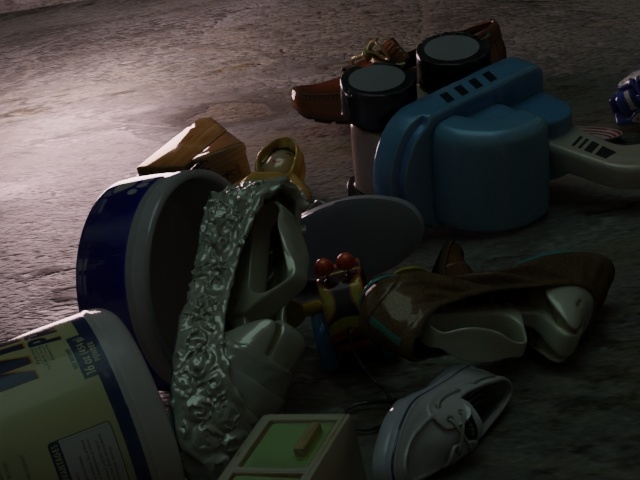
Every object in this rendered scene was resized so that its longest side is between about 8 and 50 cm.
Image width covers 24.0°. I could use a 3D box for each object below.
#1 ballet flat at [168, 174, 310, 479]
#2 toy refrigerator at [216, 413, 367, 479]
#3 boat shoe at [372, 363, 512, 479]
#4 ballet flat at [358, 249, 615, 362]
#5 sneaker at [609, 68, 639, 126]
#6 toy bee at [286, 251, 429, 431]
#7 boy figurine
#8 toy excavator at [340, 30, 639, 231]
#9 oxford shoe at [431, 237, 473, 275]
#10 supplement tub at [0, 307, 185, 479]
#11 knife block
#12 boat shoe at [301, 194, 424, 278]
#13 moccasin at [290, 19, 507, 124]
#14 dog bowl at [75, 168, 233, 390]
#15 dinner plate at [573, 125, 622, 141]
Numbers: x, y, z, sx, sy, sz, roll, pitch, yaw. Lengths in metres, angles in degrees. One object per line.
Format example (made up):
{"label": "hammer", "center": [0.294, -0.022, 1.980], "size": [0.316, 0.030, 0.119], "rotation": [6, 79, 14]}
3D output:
{"label": "ballet flat", "center": [-0.078, 0.082, 1.648], "size": [0.147, 0.147, 0.409], "rotation": [-8, 49, 13]}
{"label": "toy refrigerator", "center": [-0.052, 0.268, 1.442], "size": [0.102, 0.094, 0.269], "rotation": [-3, 24, 24]}
{"label": "boat shoe", "center": [0.129, 0.186, 1.546], "size": [0.076, 0.083, 0.226], "rotation": [-1, 25, 30]}
{"label": "ballet flat", "center": [0.208, 0.085, 1.668], "size": [0.342, 0.116, 0.124], "rotation": [-2, 31, -28]}
{"label": "sneaker", "center": [0.500, -0.213, 2.180], "size": [0.131, 0.112, 0.296], "rotation": [-20, -8, -2]}
{"label": "toy bee", "center": [0.043, 0.074, 1.760], "size": [0.195, 0.162, 0.298], "rotation": [-22, 22, -17]}
{"label": "boy figurine", "center": [-0.088, -0.065, 2.259], "size": [0.177, 0.092, 0.285], "rotation": [-3, 28, 31]}
{"label": "toy excavator", "center": [0.306, -0.121, 2.072], "size": [0.433, 0.222, 0.445], "rotation": [-27, 39, -31]}
{"label": "oxford shoe", "center": [0.169, 0.062, 1.863], "size": [0.076, 0.076, 0.212], "rotation": [16, 25, -1]}
{"label": "supplement tub", "center": [-0.322, 0.226, 1.512], "size": [0.325, 0.235, 0.235], "rotation": [-21, 23, -17]}
{"label": "knife block", "center": [-0.240, -0.097, 2.420], "size": [0.242, 0.088, 0.276], "rotation": [-19, 23, -14]}
{"label": "boat shoe", "center": [0.001, 0.004, 2.021], "size": [0.306, 0.113, 0.105], "rotation": [-22, 12, 22]}
{"label": "moccasin", "center": [0.133, -0.294, 2.595], "size": [0.380, 0.147, 0.139], "rotation": [-12, 22, 4]}
{"label": "dog bowl", "center": [-0.174, 0.049, 1.807], "size": [0.104, 0.265, 0.265], "rotation": [-4, 24, 29]}
{"label": "dinner plate", "center": [0.383, -0.155, 2.265], "size": [0.141, 0.017, 0.141], "rotation": [-4, 13, 1]}
